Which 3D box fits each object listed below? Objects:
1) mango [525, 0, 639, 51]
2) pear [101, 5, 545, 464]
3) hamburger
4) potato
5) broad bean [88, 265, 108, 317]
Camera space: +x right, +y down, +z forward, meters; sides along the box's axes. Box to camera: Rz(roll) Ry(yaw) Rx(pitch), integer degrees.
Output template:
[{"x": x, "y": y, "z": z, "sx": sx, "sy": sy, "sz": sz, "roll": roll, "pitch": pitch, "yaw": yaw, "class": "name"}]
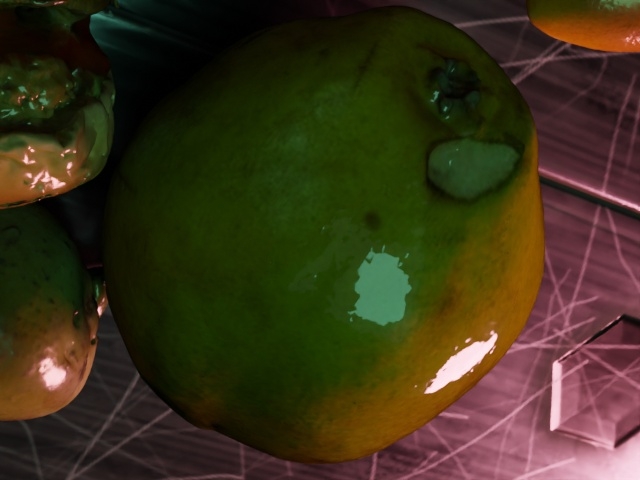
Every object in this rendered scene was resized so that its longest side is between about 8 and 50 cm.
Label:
[{"x": 0.228, "y": -0.201, "z": 1.008, "sx": 0.217, "sy": 0.102, "sz": 0.141, "roll": -31, "pitch": 117, "yaw": -2, "class": "mango"}, {"x": 0.000, "y": 0.000, "z": 0.965, "sx": 0.269, "sy": 0.269, "sz": 0.321, "roll": 9, "pitch": 133, "yaw": -22, "class": "pear"}, {"x": -0.223, "y": -0.096, "z": 0.846, "sx": 0.244, "sy": 0.244, "sz": 0.163, "roll": 1, "pitch": 107, "yaw": -19, "class": "hamburger"}, {"x": -0.267, "y": 0.043, "z": 0.951, "sx": 0.272, "sy": 0.111, "sz": 0.160, "roll": 6, "pitch": 99, "yaw": -13, "class": "potato"}, {"x": -0.248, "y": 0.080, "z": 1.041, "sx": 0.256, "sy": 0.052, "sz": 0.053, "roll": -24, "pitch": 163, "yaw": -7, "class": "broad bean"}]
